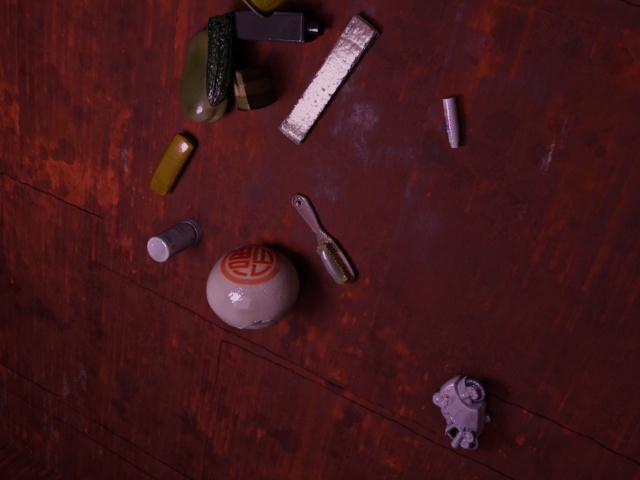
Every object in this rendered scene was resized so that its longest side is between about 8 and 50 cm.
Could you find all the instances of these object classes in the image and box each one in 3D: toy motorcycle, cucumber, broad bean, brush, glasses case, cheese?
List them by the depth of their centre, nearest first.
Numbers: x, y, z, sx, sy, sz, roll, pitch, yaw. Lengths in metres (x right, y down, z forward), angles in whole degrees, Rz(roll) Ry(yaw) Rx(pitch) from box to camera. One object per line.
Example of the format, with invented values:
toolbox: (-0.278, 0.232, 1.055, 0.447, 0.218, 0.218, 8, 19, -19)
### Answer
cheese: (0.016, -0.427, 1.790, 0.085, 0.034, 0.400, 44, 123, 5)
cucumber: (-0.270, -0.497, 1.792, 0.077, 0.077, 0.265, 3, 93, 26)
broad bean: (-0.329, -0.474, 1.907, 0.189, 0.121, 0.263, 22, 105, 41)
toy motorcycle: (0.405, 0.491, 1.929, 0.170, 0.110, 0.260, 23, 127, 36)
brush: (0.001, 0.000, 1.956, 0.072, 0.067, 0.313, -29, 93, 34)
glasses case: (-0.474, -0.242, 2.099, 0.079, 0.064, 0.234, 41, 123, 5)

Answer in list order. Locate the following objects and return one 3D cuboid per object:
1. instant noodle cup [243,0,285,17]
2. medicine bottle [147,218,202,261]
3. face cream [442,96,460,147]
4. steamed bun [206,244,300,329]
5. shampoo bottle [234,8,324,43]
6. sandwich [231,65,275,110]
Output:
instant noodle cup: (-0.085, -0.734, 1.568, 0.254, 0.325, 0.326, -16, 102, 23)
medicine bottle: (-0.468, -0.001, 2.123, 0.086, 0.183, 0.086, 11, 115, 24)
face cream: (0.336, -0.298, 1.677, 0.034, 0.034, 0.130, -2, 110, 28)
steamed bun: (-0.204, 0.120, 1.974, 0.282, 0.283, 0.177, 16, 133, 21)
shampoo bottle: (-0.107, -0.575, 1.765, 0.246, 0.080, 0.079, 11, 115, 23)
sandwich: (-0.226, -0.415, 1.835, 0.144, 0.187, 0.117, -7, 106, 23)
